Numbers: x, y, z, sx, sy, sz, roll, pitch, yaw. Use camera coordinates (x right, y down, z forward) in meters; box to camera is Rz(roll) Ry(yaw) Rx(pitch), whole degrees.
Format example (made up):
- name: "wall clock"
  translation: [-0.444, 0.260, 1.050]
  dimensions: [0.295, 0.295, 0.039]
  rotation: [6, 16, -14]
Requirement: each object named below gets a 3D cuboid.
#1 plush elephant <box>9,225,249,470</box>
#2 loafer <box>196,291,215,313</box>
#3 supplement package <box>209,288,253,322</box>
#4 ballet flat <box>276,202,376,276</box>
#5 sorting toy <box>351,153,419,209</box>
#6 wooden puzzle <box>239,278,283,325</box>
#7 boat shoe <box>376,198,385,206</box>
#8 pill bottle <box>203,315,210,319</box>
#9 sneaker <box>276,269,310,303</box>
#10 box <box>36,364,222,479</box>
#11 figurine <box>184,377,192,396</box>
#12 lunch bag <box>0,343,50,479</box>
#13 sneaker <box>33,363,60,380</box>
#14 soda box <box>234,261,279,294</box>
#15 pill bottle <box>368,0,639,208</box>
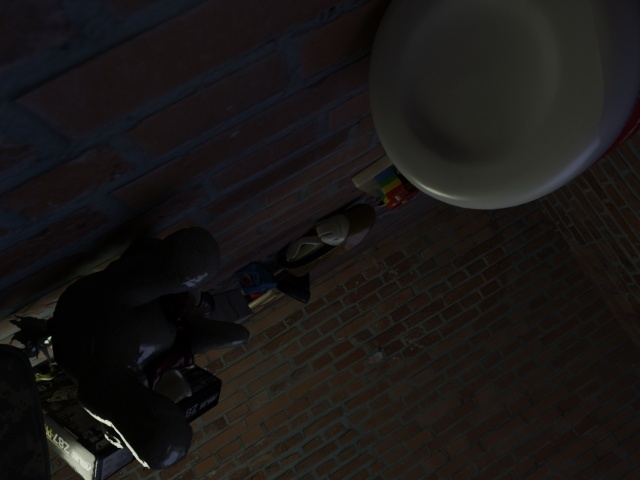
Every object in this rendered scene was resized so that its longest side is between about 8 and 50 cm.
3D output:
- name: "plush elephant"
  translation: [-0.235, 0.142, 0.625]
  dimensions: [0.329, 0.272, 0.255]
  rotation: [-4, 169, 25]
- name: "loafer"
  translation: [-0.372, 0.186, 1.044]
  dimensions: [0.223, 0.076, 0.078]
  rotation: [-26, 150, -4]
- name: "supplement package"
  translation: [-0.321, 0.239, 1.391]
  dimensions: [0.105, 0.105, 0.179]
  rotation: [-33, 172, 15]
- name: "ballet flat"
  translation: [0.000, 0.000, 1.201]
  dimensions: [0.342, 0.116, 0.124]
  rotation: [-32, 153, 32]
- name: "sorting toy"
  translation: [0.228, -0.167, 0.999]
  dimensions: [0.257, 0.090, 0.255]
  rotation: [-34, 171, 15]
- name: "wooden puzzle"
  translation: [-0.271, 0.253, 1.784]
  dimensions: [0.347, 0.081, 0.322]
  rotation: [-38, 171, 15]
- name: "boat shoe"
  translation: [0.219, -0.136, 1.353]
  dimensions: [0.035, 0.035, 0.100]
  rotation: [-27, 178, -44]
- name: "pill bottle"
  translation: [-0.378, 0.251, 1.193]
  dimensions: [0.124, 0.124, 0.221]
  rotation: [-26, 171, -32]
- name: "sneaker"
  translation: [-0.082, 0.125, 1.443]
  dimensions: [0.131, 0.112, 0.319]
  rotation: [-60, -166, -2]
- name: "box"
  translation: [-0.515, 0.418, 1.126]
  dimensions: [0.394, 0.318, 0.097]
  rotation: [-17, 125, -60]
- name: "figurine"
  translation: [-0.406, 0.307, 0.977]
  dimensions: [0.214, 0.210, 0.092]
  rotation: [-7, -159, -22]
- name: "lunch bag"
  translation: [-0.491, 0.246, 0.470]
  dimensions: [0.255, 0.213, 0.304]
  rotation: [-15, 178, 44]
- name: "sneaker"
  translation: [-0.607, 0.291, 0.935]
  dimensions: [0.035, 0.031, 0.083]
  rotation: [-32, 172, 7]
- name: "soda box"
  translation: [-0.186, 0.117, 1.261]
  dimensions: [0.067, 0.071, 0.210]
  rotation: [-31, 172, 1]
- name: "pill bottle"
  translation: [0.258, -0.191, 0.485]
  dimensions: [0.407, 0.229, 0.229]
  rotation: [-24, 169, -42]
